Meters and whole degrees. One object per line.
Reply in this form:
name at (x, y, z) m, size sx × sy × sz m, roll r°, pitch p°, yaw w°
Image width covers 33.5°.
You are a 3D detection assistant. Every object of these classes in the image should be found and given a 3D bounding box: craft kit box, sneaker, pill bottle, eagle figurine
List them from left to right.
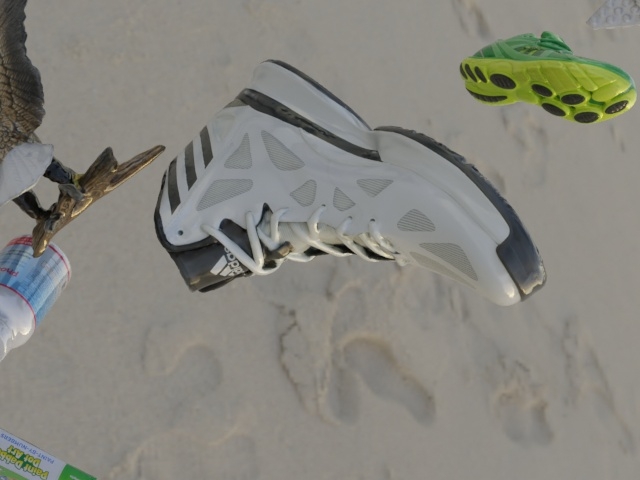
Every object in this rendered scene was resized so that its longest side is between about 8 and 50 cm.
eagle figurine at (-0.367, -0.133, 1.181) m, size 0.298 × 0.225 × 0.226 m, roll 50°, pitch 45°, yaw 0°
craft kit box at (-0.496, 0.362, 1.654) m, size 0.246 × 0.250 × 0.061 m, roll 29°, pitch 56°, yaw -14°
pill bottle at (-0.357, 0.068, 1.225) m, size 0.087 × 0.087 × 0.160 m, roll 64°, pitch 25°, yaw -26°
sneaker at (0.000, 0.000, 1.091) m, size 0.257 × 0.447 × 0.169 m, roll -45°, pitch 139°, yaw -12°
sneaker at (0.327, -0.249, 1.521) m, size 0.123 × 0.295 × 0.109 m, roll -47°, pitch 129°, yaw -17°

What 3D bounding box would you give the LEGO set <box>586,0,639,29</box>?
LEGO set at (0.271, -0.080, 0.621) m, size 0.182 × 0.060 × 0.244 m, roll 38°, pitch 6°, yaw -23°
